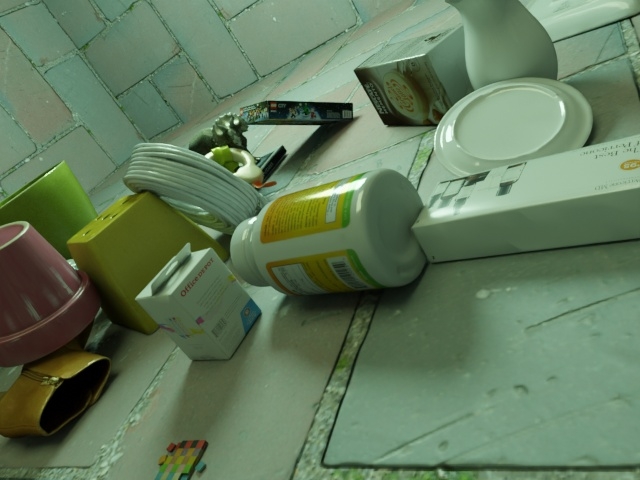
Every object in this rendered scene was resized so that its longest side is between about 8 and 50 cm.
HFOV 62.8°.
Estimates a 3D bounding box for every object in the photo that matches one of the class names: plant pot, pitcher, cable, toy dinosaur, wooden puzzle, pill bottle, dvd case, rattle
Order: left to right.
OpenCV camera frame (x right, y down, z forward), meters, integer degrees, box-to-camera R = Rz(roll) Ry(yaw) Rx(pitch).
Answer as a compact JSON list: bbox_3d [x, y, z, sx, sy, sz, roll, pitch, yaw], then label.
[{"bbox_3d":[-0.501,0.076,0.874,0.201,0.180,0.201,-14,28,8],"label":"plant pot"},{"bbox_3d":[-0.614,0.011,1.230,0.275,0.293,0.275,-28,24,14],"label":"plant pot"},{"bbox_3d":[-0.345,0.026,0.994,0.212,0.187,0.212,-2,39,51],"label":"plant pot"},{"bbox_3d":[-0.153,0.241,0.572,0.083,0.006,0.049,-17,29,34],"label":"wooden puzzle"},{"bbox_3d":[-0.251,-0.096,1.021,0.257,0.257,0.089,13,76,25],"label":"cable"},{"bbox_3d":[-0.255,-0.229,1.314,0.313,0.160,0.121,-5,37,45],"label":"toy dinosaur"},{"bbox_3d":[-0.180,-0.113,1.158,0.199,0.143,0.130,29,34,22],"label":"rattle"},{"bbox_3d":[-0.202,-0.146,1.328,0.179,0.029,0.239,-16,29,37],"label":"dvd case"},{"bbox_3d":[0.000,0.000,0.668,0.245,0.136,0.136,-10,33,42],"label":"pill bottle"},{"bbox_3d":[0.285,-0.311,0.799,0.125,0.207,0.178,-7,35,45],"label":"pitcher"}]

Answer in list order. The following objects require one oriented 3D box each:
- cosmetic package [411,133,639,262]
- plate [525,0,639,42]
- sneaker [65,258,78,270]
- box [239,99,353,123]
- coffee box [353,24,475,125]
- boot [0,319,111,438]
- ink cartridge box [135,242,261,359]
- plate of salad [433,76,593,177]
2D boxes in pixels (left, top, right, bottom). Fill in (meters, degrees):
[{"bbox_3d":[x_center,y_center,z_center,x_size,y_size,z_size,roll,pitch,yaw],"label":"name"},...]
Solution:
[{"bbox_3d":[0.223,-0.040,0.555,0.239,0.060,0.099,-11,34,42],"label":"cosmetic package"},{"bbox_3d":[0.501,-0.471,1.025,0.277,0.045,0.278,-3,39,49],"label":"plate"},{"bbox_3d":[-0.444,0.063,1.146,0.122,0.110,0.283,1,23,27],"label":"sneaker"},{"bbox_3d":[-0.059,-0.310,1.284,0.233,0.044,0.159,-7,10,-31],"label":"box"},{"bbox_3d":[0.187,-0.299,0.986,0.098,0.141,0.246,-40,24,-12],"label":"coffee box"},{"bbox_3d":[-0.422,0.204,0.892,0.211,0.104,0.295,-12,35,29],"label":"boot"},{"bbox_3d":[-0.171,0.083,0.721,0.090,0.143,0.092,-12,32,40],"label":"ink cartridge box"},{"bbox_3d":[0.253,-0.144,0.702,0.200,0.048,0.200,-15,48,18],"label":"plate of salad"}]
